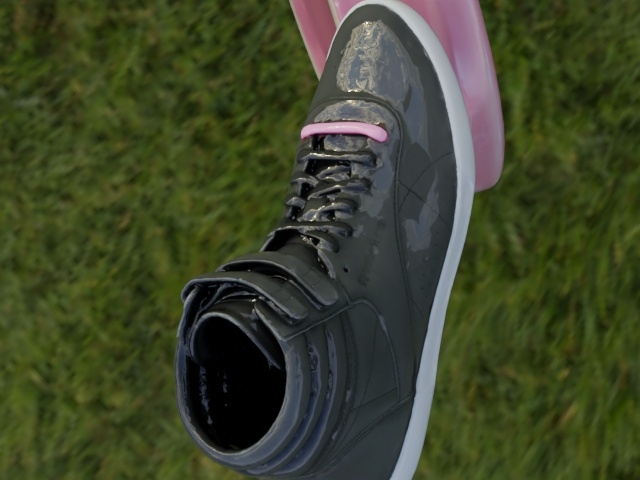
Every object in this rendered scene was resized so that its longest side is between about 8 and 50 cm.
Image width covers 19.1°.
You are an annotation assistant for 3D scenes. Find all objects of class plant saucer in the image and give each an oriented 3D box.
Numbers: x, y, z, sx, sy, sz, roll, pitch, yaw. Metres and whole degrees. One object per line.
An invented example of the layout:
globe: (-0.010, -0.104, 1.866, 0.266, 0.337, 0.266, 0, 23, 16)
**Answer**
plant saucer: (0.027, -0.180, 1.273, 0.084, 0.332, 0.332, -20, 107, -4)

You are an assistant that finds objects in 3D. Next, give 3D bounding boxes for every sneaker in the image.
sneaker: (0.000, 0.000, 1.038, 0.104, 0.147, 0.296, 2, 83, 35)
